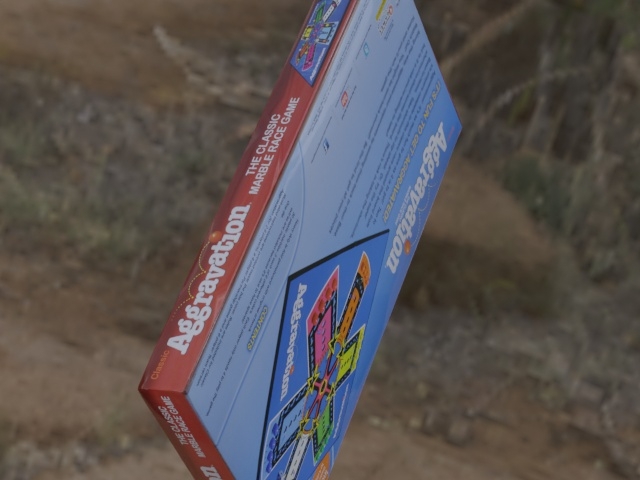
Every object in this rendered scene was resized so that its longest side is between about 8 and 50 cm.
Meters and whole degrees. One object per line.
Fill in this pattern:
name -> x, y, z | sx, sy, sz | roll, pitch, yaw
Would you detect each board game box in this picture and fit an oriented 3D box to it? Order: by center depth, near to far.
board game box -> 0.000, 0.000, 0.928 | 0.027, 0.145, 0.281 | 3, 51, 27
